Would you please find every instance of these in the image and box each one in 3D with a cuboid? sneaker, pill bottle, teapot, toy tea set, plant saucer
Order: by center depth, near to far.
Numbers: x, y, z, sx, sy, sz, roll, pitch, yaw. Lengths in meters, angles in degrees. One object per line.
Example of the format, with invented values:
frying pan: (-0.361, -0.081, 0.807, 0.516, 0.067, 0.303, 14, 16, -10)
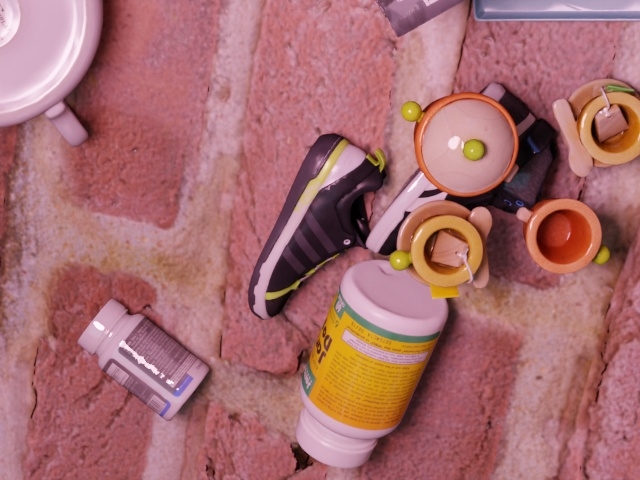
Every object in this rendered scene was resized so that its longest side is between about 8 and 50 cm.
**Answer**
toy tea set: (0.228, -0.050, 1.551, 0.336, 0.124, 0.200, -7, 101, -5)
plant saucer: (0.238, -0.241, 1.576, 0.192, 0.018, 0.067, 2, 114, 18)
sneaker: (0.149, -0.040, 1.656, 0.121, 0.079, 0.217, 38, 113, -1)
teapot: (-0.340, -0.236, 1.694, 0.252, 0.187, 0.256, 9, 101, -14)
sneaker: (0.000, 0.000, 1.731, 0.097, 0.084, 0.235, 27, 120, 4)
pill bottle: (0.047, 0.134, 1.756, 0.117, 0.117, 0.208, 25, 120, 7)
pill bottle: (-0.199, 0.131, 1.864, 0.137, 0.078, 0.078, 39, 120, 0)

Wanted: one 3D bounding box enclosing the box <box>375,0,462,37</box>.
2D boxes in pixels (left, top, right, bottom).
box: (0.139, -0.353, 1.435, 0.307, 0.076, 0.242, -27, 97, 28)
